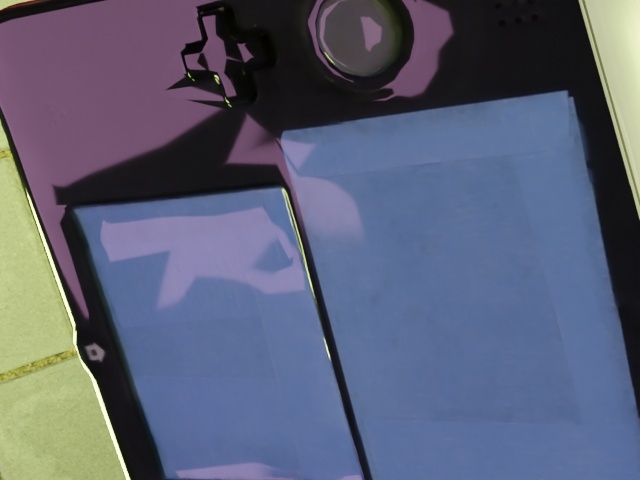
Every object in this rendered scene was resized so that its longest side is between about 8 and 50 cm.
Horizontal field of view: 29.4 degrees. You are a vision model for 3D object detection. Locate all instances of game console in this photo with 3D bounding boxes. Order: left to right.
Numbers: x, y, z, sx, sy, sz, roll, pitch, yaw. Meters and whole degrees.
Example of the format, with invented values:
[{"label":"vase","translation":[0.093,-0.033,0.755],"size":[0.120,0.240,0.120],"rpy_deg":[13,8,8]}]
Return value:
[{"label":"game console","translation":[0.016,0.045,0.617],"size":[0.060,0.342,0.387],"rpy_deg":[-50,-51,-59]}]

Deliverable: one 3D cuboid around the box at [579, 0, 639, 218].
[{"label":"box","translation":[0.152,-0.061,0.338],"size":[0.169,0.087,0.290],"rpy_deg":[-164,56,-75]}]
